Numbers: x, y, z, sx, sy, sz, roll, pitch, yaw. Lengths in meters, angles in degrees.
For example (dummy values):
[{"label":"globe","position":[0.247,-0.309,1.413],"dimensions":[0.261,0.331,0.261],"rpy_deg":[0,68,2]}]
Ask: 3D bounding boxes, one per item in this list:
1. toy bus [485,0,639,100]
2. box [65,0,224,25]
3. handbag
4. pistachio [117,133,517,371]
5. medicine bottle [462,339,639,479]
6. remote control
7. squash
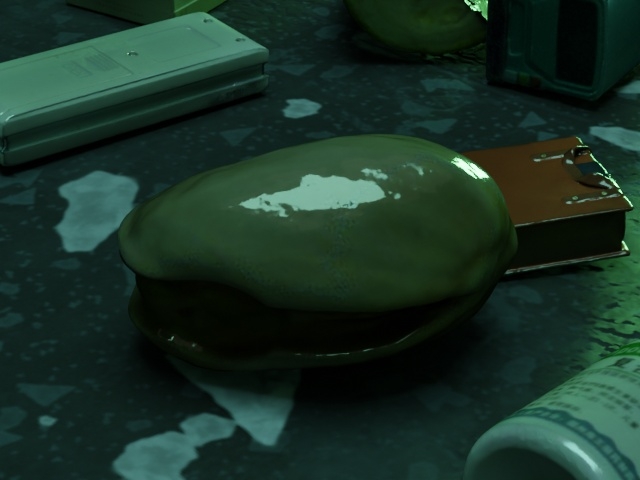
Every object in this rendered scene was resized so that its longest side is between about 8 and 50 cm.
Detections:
[{"label":"toy bus","position":[0.270,-0.239,1.761],"dimensions":[0.147,0.128,0.256],"rpy_deg":[18,35,28]},{"label":"box","position":[-0.152,-0.289,1.888],"dimensions":[0.141,0.058,0.201],"rpy_deg":[17,34,24]},{"label":"handbag","position":[0.143,-0.024,1.467],"dimensions":[0.190,0.062,0.127],"rpy_deg":[-10,32,-11]},{"label":"pistachio","position":[0.000,0.000,1.308],"dimensions":[0.288,0.166,0.197],"rpy_deg":[-2,38,-4]},{"label":"medicine bottle","position":[0.213,0.131,1.137],"dimensions":[0.237,0.139,0.139],"rpy_deg":[-24,39,-37]},{"label":"remote control","position":[-0.187,-0.138,1.640],"dimensions":[0.277,0.055,0.103],"rpy_deg":[-19,37,-33]},{"label":"squash","position":[0.072,-0.295,1.837],"dimensions":[0.111,0.203,0.288],"rpy_deg":[-37,28,20]}]
